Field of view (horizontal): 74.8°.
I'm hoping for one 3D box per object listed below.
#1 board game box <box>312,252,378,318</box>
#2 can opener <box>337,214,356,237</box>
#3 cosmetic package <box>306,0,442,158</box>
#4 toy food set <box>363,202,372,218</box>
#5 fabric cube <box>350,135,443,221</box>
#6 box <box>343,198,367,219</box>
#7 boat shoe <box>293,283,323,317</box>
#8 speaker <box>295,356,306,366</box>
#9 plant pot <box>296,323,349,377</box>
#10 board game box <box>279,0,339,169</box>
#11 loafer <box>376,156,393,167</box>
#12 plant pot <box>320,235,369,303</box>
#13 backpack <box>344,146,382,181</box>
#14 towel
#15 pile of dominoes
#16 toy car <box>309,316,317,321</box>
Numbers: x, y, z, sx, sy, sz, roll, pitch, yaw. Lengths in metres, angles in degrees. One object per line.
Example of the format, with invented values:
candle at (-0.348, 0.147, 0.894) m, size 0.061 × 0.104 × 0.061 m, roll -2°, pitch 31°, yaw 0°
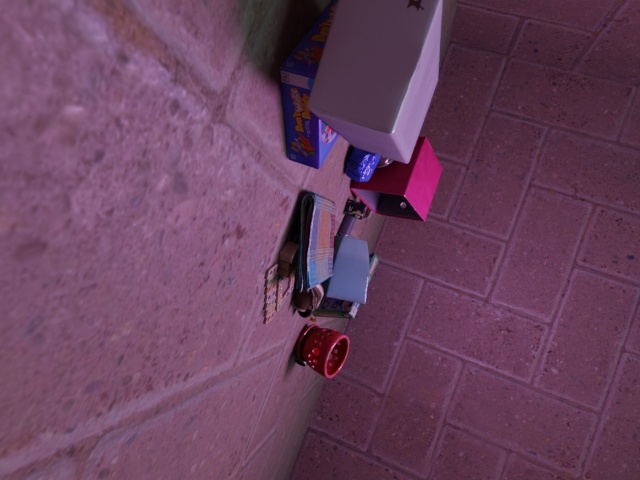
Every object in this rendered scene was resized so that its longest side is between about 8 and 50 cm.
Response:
board game box at (0.105, 0.192, 1.811) m, size 0.046 × 0.213 × 0.317 m, roll 53°, pitch 49°, yaw -31°
can opener at (0.124, -0.023, 1.791) m, size 0.076 × 0.095 × 0.283 m, roll 76°, pitch 37°, yaw -70°
cosmetic package at (0.135, -0.312, 0.871) m, size 0.453 × 0.161 × 0.230 m, roll -14°, pitch 123°, yaw -75°
toy food set at (0.257, -0.268, 2.043) m, size 0.306 × 0.092 × 0.220 m, roll 103°, pitch 11°, yaw -65°
fabric cube at (0.322, -0.259, 1.740) m, size 0.259 × 0.254 × 0.258 m, roll 36°, pitch 71°, yaw -51°
box at (0.146, -0.130, 1.746) m, size 0.052 × 0.083 × 0.062 m, roll -32°, pitch 140°, yaw -70°
boat shoe at (-0.047, 0.202, 1.428) m, size 0.095 × 0.095 × 0.257 m, roll -54°, pitch 160°, yaw -23°
speaker at (-0.063, 0.498, 1.892) m, size 0.055 × 0.055 × 0.136 m, roll 94°, pitch 19°, yaw -51°
plant pot at (0.004, 0.463, 1.782) m, size 0.191 × 0.174 × 0.191 m, roll -30°, pitch 128°, yaw -48°
board game box at (0.031, -0.362, 0.910) m, size 0.233 × 0.078 × 0.347 m, roll 91°, pitch 23°, yaw -57°
loafer at (0.244, -0.456, 1.629) m, size 0.130 × 0.133 × 0.366 m, roll 39°, pitch 59°, yaw -52°
plant pot at (0.090, 0.105, 1.605) m, size 0.165 × 0.165 × 0.234 m, roll 180°, pitch -77°, yaw -72°
backpack at (0.138, -0.270, 1.482) m, size 0.101 × 0.098 × 0.120 m, roll -14°, pitch 134°, yaw -50°
towel at (0.000, 0.000, 1.274) m, size 0.370 × 0.040 × 0.272 m, roll -7°, pitch 100°, yaw -77°
pile of dominoes at (-0.099, 0.120, 1.195) m, size 0.196 × 0.040 × 0.251 m, roll -57°, pitch 162°, yaw -46°
toy car at (-0.005, 0.317, 1.893) m, size 0.060 × 0.040 × 0.122 m, roll 70°, pitch 41°, yaw -71°
